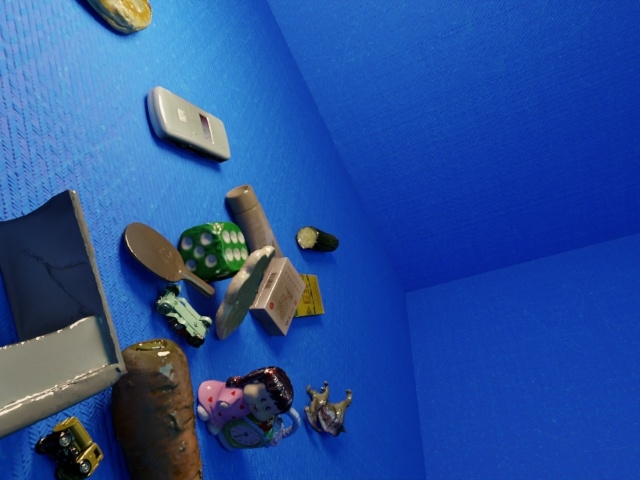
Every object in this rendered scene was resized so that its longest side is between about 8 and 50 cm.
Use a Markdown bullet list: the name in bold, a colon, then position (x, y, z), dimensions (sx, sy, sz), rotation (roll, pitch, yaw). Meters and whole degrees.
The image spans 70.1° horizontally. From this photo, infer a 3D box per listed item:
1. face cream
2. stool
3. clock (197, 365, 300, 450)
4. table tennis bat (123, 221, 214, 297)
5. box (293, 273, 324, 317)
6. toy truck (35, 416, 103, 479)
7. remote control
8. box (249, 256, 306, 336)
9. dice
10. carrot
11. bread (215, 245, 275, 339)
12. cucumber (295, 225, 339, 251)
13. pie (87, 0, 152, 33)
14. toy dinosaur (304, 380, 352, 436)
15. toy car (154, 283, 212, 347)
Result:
- **face cream**: position (-0.185, -0.003, 1.403), dimensions (0.137, 0.084, 0.341), rotation (-54, 131, -48)
- **stool**: position (-0.401, 0.086, 0.521), dimensions (0.243, 0.170, 0.270), rotation (-5, 78, -72)
- **clock**: position (-0.142, 0.366, 0.993), dimensions (0.100, 0.195, 0.194), rotation (-79, 145, -63)
- **table tennis bat**: position (-0.316, 0.050, 0.963), dimensions (0.234, 0.022, 0.131), rotation (45, 17, -30)
- **box**: position (-0.062, 0.197, 1.637), dimensions (0.279, 0.041, 0.153), rotation (19, 57, -69)
- **toy truck**: position (-0.354, 0.302, 0.654), dimensions (0.054, 0.049, 0.083), rotation (-64, 132, -67)
- **remote control**: position (-0.346, -0.300, 1.224), dimensions (0.296, 0.056, 0.140), rotation (9, 63, -69)
- **box**: position (-0.124, 0.167, 1.371), dimensions (0.141, 0.058, 0.201), rotation (59, 36, -36)
- **dice**: position (-0.253, 0.029, 1.092), dimensions (0.128, 0.120, 0.131), rotation (15, 61, -70)
- **carrot**: position (-0.271, 0.319, 0.762), dimensions (0.138, 0.138, 0.302), rotation (2, 79, -71)
- **bread**: position (-0.189, 0.126, 1.091), dimensions (0.039, 0.251, 0.182), rotation (30, 19, 10)
- **cucumber**: position (0.000, 0.000, 1.924), dimensions (0.359, 0.096, 0.096), rotation (13, 61, -72)
- **pie**: position (-0.500, -0.634, 1.063), dimensions (0.302, 0.066, 0.303), rotation (-18, 90, -74)
- **toy dinosaur**: position (0.024, 0.559, 1.508), dimensions (0.294, 0.077, 0.162), rotation (33, 45, -42)
- **toy car**: position (-0.291, 0.162, 0.963), dimensions (0.143, 0.054, 0.073), rotation (54, 23, -27)
